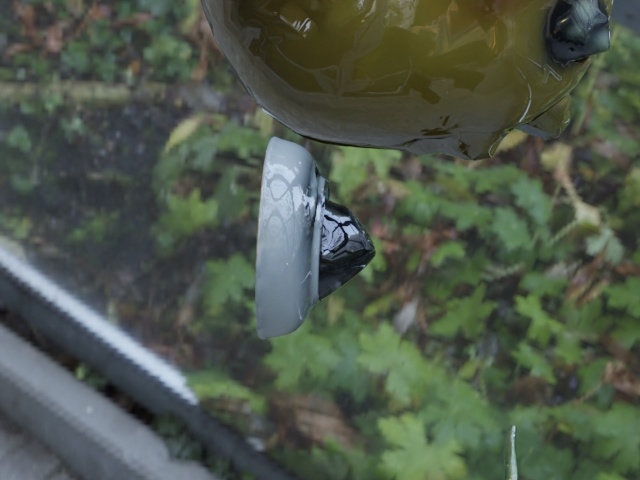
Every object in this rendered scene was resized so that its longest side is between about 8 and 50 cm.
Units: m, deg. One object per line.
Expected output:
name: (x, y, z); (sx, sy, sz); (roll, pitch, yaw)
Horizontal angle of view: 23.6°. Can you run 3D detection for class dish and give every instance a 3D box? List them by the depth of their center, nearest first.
dish: (0.000, 0.000, 1.061); (0.078, 0.141, 0.141); (3, 48, 3)

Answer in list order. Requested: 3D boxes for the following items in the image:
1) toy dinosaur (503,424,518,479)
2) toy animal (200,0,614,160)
toy dinosaur: (0.073, 0.134, 0.648); (0.029, 0.060, 0.119); (17, 53, -25)
toy animal: (-0.002, -0.123, 0.494); (0.281, 0.169, 0.195); (36, 54, -26)
